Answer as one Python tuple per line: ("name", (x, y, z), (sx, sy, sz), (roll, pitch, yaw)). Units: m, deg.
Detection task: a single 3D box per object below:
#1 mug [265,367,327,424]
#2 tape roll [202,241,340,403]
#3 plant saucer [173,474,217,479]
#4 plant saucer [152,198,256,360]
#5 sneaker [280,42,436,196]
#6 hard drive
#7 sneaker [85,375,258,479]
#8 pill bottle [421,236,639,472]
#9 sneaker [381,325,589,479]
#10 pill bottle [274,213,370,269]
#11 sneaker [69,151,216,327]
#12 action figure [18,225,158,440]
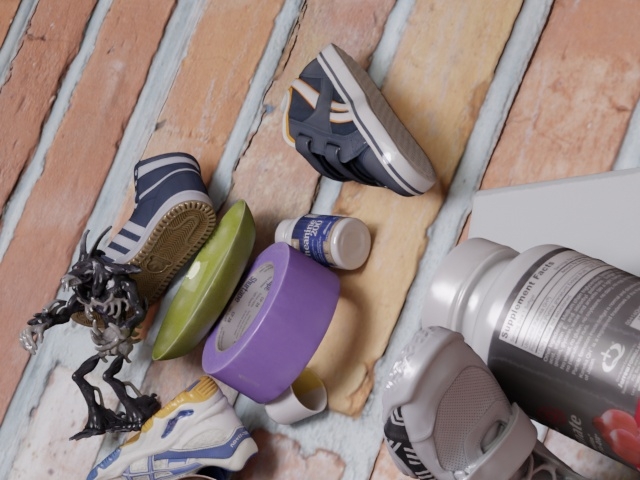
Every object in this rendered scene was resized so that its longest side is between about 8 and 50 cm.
("mug", (-0.033, 0.192, 1.978), (0.064, 0.062, 0.078), (-36, 15, 35))
("tape roll", (-0.062, 0.101, 1.979), (0.189, 0.080, 0.189), (-50, 18, 23))
("plant saucer", (-0.135, 0.364, 1.947), (0.168, 0.029, 0.168), (5, 100, 30))
("plant saucer", (-0.146, 0.059, 2.101), (0.241, 0.037, 0.241), (-56, 13, 20))
("sneaker", (0.041, -0.124, 2.029), (0.127, 0.126, 0.321), (-44, 34, 11))
("hard drive", (0.292, 0.024, 1.769), (0.307, 0.040, 0.203), (-7, 63, 40))
("sneaker", (-0.192, 0.291, 2.027), (0.112, 0.131, 0.296), (-38, -3, -43))
("pill bottle", (0.263, 0.108, 1.608), (0.318, 0.176, 0.176), (25, 86, 36))
("sneaker", (0.203, 0.230, 1.529), (0.210, 0.366, 0.137), (16, 55, 40))
("pill bottle", (0.000, 0.000, 2.037), (0.120, 0.067, 0.067), (6, 72, 45))
("sneaker", (-0.257, -0.006, 2.265), (0.282, 0.099, 0.153), (-42, 39, 24))
("action figure", (-0.302, 0.124, 2.136), (0.164, 0.141, 0.276), (-9, 93, 35))
